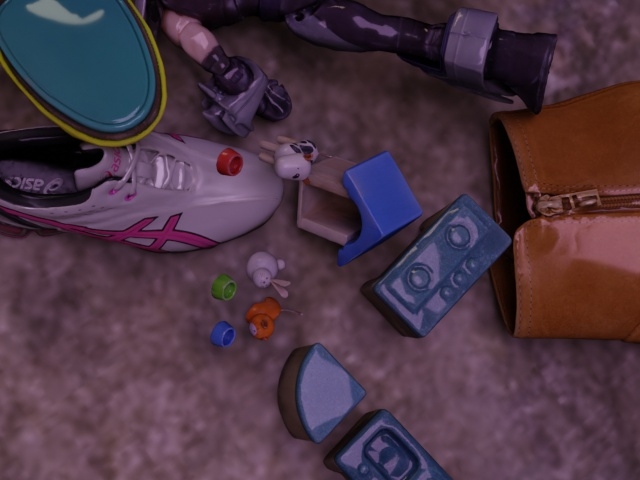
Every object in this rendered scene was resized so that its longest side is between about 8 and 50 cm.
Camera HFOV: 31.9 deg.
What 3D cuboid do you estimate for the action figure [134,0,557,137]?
[{"bbox_3d":[-0.003,-0.147,0.655,0.284,0.099,0.185,11,95,10],"label":"action figure"}]

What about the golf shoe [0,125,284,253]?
[{"bbox_3d":[-0.108,-0.029,0.631,0.186,0.086,0.068,0,82,-14],"label":"golf shoe"}]

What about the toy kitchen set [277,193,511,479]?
[{"bbox_3d":[0.098,0.102,0.638,0.207,0.122,0.166,46,76,-3],"label":"toy kitchen set"}]

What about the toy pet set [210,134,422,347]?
[{"bbox_3d":[0.000,0.000,0.640,0.114,0.065,0.122,-27,131,-46],"label":"toy pet set"}]

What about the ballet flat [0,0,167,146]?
[{"bbox_3d":[-0.162,-0.132,0.621,0.077,0.077,0.231,-41,78,-13],"label":"ballet flat"}]

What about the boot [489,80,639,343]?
[{"bbox_3d":[0.220,0.044,0.694,0.211,0.104,0.295,-12,80,-9],"label":"boot"}]
